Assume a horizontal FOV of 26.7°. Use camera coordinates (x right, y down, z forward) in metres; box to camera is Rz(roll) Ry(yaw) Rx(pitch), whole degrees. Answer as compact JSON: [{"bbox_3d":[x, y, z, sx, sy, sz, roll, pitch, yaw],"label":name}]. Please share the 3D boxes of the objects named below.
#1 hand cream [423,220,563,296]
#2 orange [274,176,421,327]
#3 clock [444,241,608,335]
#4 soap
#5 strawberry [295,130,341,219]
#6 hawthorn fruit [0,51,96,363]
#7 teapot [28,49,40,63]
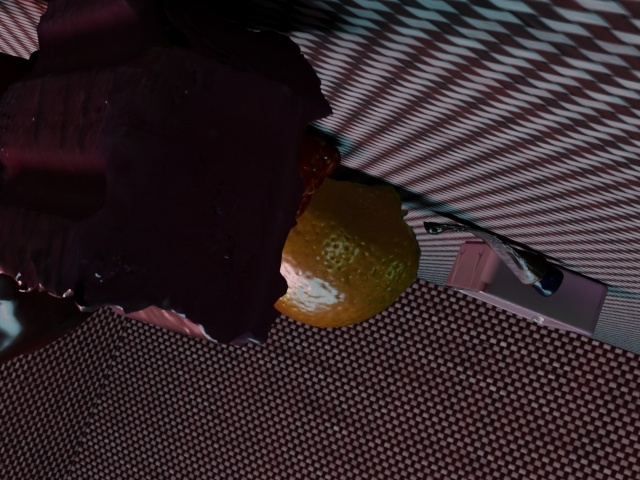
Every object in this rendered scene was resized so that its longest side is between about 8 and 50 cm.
[{"bbox_3d":[0.189,0.011,1.450,0.163,0.039,0.062,28,178,-20],"label":"hand cream"},{"bbox_3d":[-0.002,0.005,1.416,0.179,0.158,0.237,39,173,-21],"label":"orange"},{"bbox_3d":[0.241,0.055,1.609,0.150,0.063,0.197,21,178,-6],"label":"clock"},{"bbox_3d":[-0.105,-0.050,0.724,0.112,0.182,0.289,22,173,-27],"label":"soap"},{"bbox_3d":[-0.067,-0.057,1.161,0.236,0.106,0.175,22,178,-43],"label":"strawberry"},{"bbox_3d":[-0.219,-0.024,0.931,0.266,0.230,0.210,-2,-165,18],"label":"hawthorn fruit"},{"bbox_3d":[-0.157,-0.111,1.000,0.177,0.087,0.096,19,165,35],"label":"teapot"}]
